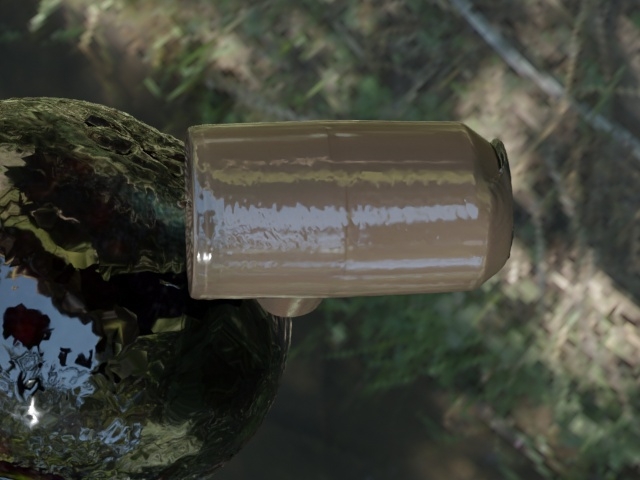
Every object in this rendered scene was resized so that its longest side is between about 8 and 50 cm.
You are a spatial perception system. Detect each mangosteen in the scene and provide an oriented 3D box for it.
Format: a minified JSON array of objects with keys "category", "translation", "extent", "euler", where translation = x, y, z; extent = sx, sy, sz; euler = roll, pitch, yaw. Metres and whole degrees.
[{"category":"mangosteen","translation":[-0.122,0.042,0.877],"extent":[0.216,0.216,0.216],"euler":[22,134,25]}]

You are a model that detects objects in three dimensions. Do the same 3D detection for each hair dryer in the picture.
[{"category":"hair dryer","translation":[0.000,0.000,0.735],"extent":[0.181,0.117,0.064],"euler":[126,142,-76]}]
